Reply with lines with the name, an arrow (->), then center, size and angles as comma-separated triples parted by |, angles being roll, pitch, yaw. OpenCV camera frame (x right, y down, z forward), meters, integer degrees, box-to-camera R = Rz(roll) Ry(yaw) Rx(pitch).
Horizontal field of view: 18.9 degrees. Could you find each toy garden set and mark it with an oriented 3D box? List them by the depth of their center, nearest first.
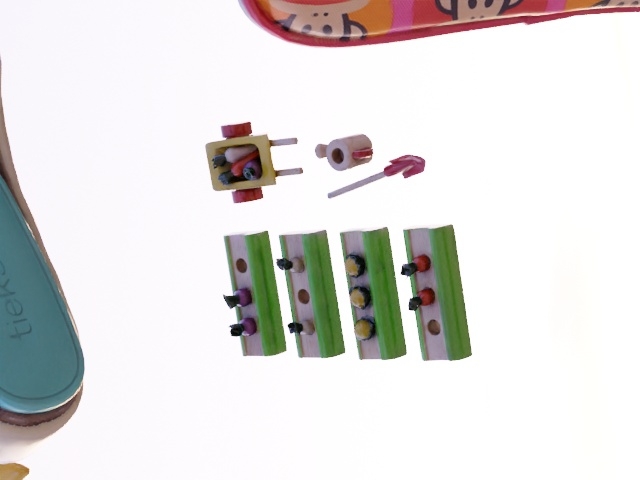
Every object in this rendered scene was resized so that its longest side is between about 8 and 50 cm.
toy garden set -> 0.000, 0.000, 1.568 | 0.049, 0.244, 0.204 | -16, -80, -47

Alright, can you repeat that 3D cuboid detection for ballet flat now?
ballet flat -> -0.156, -0.031, 0.708 | 0.086, 0.086, 0.248 | 35, -144, -70

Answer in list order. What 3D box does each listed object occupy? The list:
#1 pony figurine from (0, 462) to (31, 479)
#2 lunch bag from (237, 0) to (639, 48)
pony figurine -> -0.342, 0.257, 0.995 | 0.303, 0.351, 0.364 | 80, -156, -79
lunch bag -> 0.083, -0.221, 0.798 | 0.120, 0.293, 0.258 | -129, 38, -52
